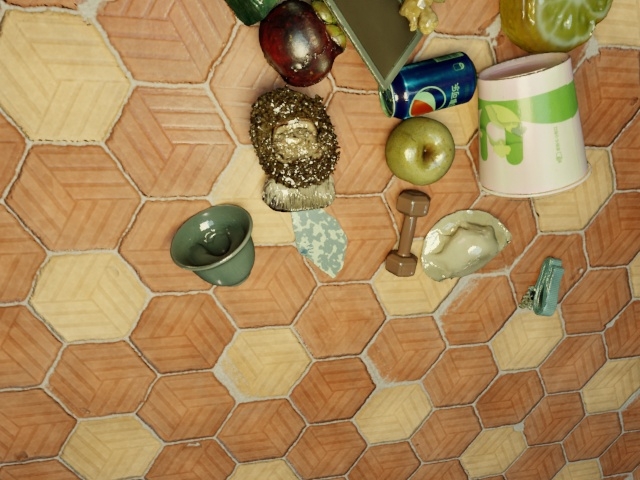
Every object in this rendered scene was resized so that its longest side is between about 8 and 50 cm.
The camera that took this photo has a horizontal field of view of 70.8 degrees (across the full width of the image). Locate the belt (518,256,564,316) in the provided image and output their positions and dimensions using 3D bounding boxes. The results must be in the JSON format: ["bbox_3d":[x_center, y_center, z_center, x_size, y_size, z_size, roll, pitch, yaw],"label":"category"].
[{"bbox_3d":[0.681,0.138,1.372,0.065,0.100,0.179,13,95,-17],"label":"belt"}]

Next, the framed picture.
[{"bbox_3d":[0.093,-0.481,0.907,0.293,0.018,0.231,49,56,-26],"label":"framed picture"}]

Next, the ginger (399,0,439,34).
[{"bbox_3d":[0.209,-0.541,0.905,0.052,0.193,0.176,-22,165,-39],"label":"ginger"}]

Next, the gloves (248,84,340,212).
[{"bbox_3d":[-0.060,-0.201,0.999,0.210,0.135,0.312,9,134,5],"label":"gloves"}]

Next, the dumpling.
[{"bbox_3d":[0.381,0.008,1.219,0.247,0.142,0.172,-32,82,9],"label":"dumpling"}]

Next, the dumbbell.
[{"bbox_3d":[0.228,-0.018,1.181,0.092,0.082,0.230,1,113,-15],"label":"dumbbell"}]

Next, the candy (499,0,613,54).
[{"bbox_3d":[0.527,-0.545,0.999,0.260,0.118,0.260,-6,117,-11],"label":"candy"}]

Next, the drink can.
[{"bbox_3d":[0.240,-0.348,1.019,0.205,0.118,0.118,-15,116,-5],"label":"drink can"}]

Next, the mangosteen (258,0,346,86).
[{"bbox_3d":[-0.029,-0.405,0.905,0.180,0.166,0.166,-37,116,10],"label":"mangosteen"}]

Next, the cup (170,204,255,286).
[{"bbox_3d":[-0.228,0.034,1.061,0.199,0.199,0.150,-24,135,-2],"label":"cup"}]

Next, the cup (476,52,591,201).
[{"bbox_3d":[0.476,-0.267,1.032,0.253,0.253,0.274,-20,117,-4],"label":"cup"}]

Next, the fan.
[{"bbox_3d":[0.000,0.000,1.175,0.131,0.009,0.240,-30,117,1],"label":"fan"}]

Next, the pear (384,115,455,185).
[{"bbox_3d":[0.233,-0.211,1.068,0.167,0.136,0.167,-4,111,-10],"label":"pear"}]

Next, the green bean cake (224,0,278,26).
[{"bbox_3d":[-0.151,-0.500,0.810,0.107,0.208,0.193,-42,118,4],"label":"green bean cake"}]

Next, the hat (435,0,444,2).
[{"bbox_3d":[0.244,-0.547,0.955,0.059,0.076,0.077,2,109,8],"label":"hat"}]
